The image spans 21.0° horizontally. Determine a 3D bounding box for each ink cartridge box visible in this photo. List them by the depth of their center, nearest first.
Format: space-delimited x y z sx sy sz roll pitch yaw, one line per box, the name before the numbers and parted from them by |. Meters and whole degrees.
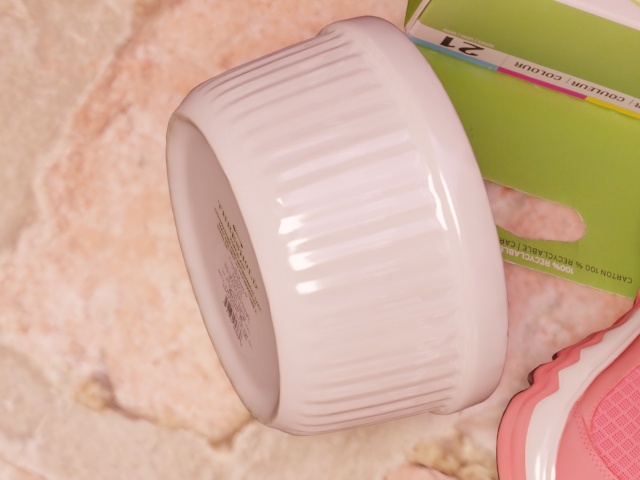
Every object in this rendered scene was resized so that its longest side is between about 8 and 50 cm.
ink cartridge box | 0.150 -0.113 1.027 0.189 0.097 0.255 17 61 -12

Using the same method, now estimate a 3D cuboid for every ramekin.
ramekin | 0.000 0.000 0.864 0.109 0.207 0.207 -17 73 -16

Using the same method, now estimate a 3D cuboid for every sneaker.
sneaker | 0.232 0.052 0.940 0.314 0.136 0.116 -51 123 -26
